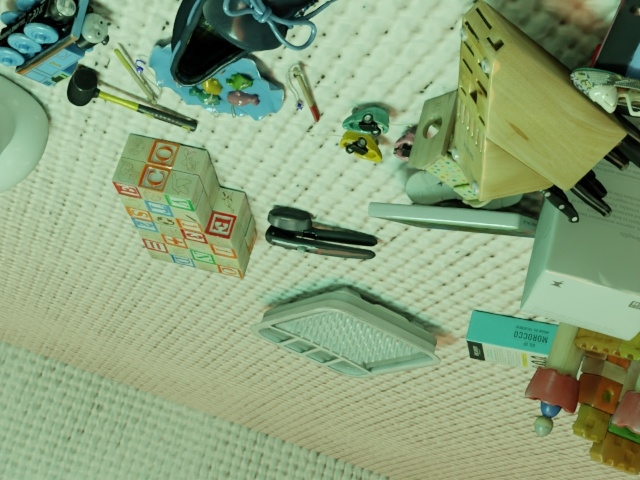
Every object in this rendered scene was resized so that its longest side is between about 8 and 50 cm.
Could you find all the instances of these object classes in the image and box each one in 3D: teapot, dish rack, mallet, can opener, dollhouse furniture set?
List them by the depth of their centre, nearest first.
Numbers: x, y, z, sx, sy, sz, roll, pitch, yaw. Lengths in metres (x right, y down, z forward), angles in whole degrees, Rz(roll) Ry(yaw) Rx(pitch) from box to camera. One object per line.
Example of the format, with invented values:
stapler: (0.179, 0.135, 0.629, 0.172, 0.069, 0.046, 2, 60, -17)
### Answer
dollhouse furniture set: (0.231, -0.100, 1.361, 0.182, 0.101, 0.161, 31, 154, -31)
mallet: (-0.270, -0.189, 1.599, 0.190, 0.039, 0.062, 21, 158, -22)
teapot: (-0.549, -0.141, 1.703, 0.253, 0.187, 0.256, 14, 159, 8)
can opener: (0.000, 0.000, 1.821, 0.186, 0.059, 0.073, 16, 158, 3)
dish rack: (0.052, 0.178, 2.196, 0.286, 0.072, 0.333, 28, 156, -25)

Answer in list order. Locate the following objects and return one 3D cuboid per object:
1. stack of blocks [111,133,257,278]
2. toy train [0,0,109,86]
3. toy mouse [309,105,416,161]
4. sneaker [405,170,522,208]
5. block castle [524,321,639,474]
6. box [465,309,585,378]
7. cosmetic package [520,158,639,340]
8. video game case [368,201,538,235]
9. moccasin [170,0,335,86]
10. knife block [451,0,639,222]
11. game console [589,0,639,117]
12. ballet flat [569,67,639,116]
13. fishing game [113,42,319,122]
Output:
stack of blocks: (-0.211, -0.049, 1.816, 0.171, 0.087, 0.297, 12, 158, 10)
toy train: (-0.341, -0.260, 1.424, 0.105, 0.080, 0.184, 21, 157, -35)
toy mouse: (0.086, -0.140, 1.461, 0.161, 0.031, 0.143, 23, 158, -16)
sneaker: (0.198, -0.077, 1.527, 0.158, 0.061, 0.065, 4, -173, 14)
block castle: (0.576, 0.290, 1.795, 0.453, 0.212, 0.303, 23, 174, -27)
box: (0.386, 0.189, 1.999, 0.244, 0.060, 0.100, 10, 157, 16)
cosmetic package: (0.353, 0.004, 1.413, 0.151, 0.183, 0.151, 16, 158, 4)
video game case: (0.200, -0.027, 1.569, 0.213, 0.023, 0.193, 5, 178, 26)
moccasin: (-0.062, -0.247, 1.193, 0.138, 0.116, 0.342, 24, 157, -18)
knife block: (0.272, -0.139, 1.224, 0.242, 0.088, 0.275, -13, 134, -10)
game console: (0.447, -0.198, 1.032, 0.342, 0.060, 0.386, 15, 159, 5)
ballet flat: (0.306, -0.146, 1.129, 0.114, 0.041, 0.041, 11, 158, 8)
fishing game: (-0.138, -0.199, 1.469, 0.264, 0.041, 0.189, 10, 160, 15)
